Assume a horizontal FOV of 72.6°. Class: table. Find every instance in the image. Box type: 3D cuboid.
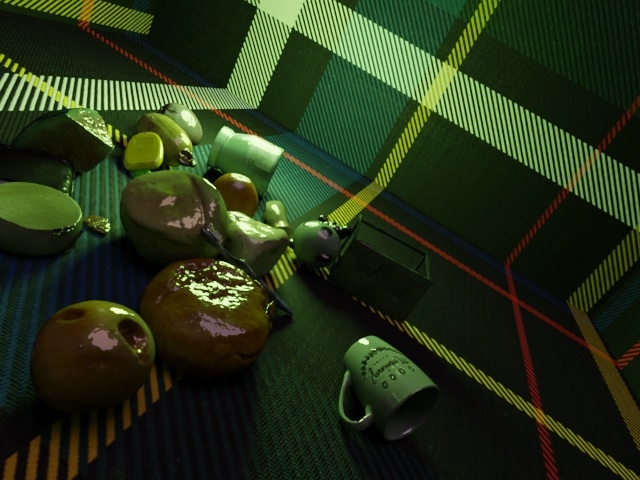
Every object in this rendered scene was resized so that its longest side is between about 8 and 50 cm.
[{"bbox_3d":[0.239,0.105,1.741,0.335,0.222,0.272,30,25,-2],"label":"table"}]

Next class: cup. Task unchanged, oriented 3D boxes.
[{"bbox_3d":[0.144,0.393,1.161,0.258,0.186,0.234,-20,39,-26],"label":"cup"}]

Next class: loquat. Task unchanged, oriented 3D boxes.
[{"bbox_3d":[-0.419,0.213,0.811,0.213,0.213,0.213,25,24,-12],"label":"loquat"}]

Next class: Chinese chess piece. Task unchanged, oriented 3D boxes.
[{"bbox_3d":[-0.732,-0.054,1.106,0.237,0.092,0.238,25,23,-11],"label":"Chinese chess piece"}]

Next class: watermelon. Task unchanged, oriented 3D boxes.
[{"bbox_3d":[-0.817,-0.315,1.409,0.201,0.213,0.262,55,12,-10],"label":"watermelon"}]

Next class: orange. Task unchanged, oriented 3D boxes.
[{"bbox_3d":[-0.326,-0.149,1.625,0.206,0.206,0.206,25,24,-12],"label":"orange"}]

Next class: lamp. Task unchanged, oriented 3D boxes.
[{"bbox_3d":[0.000,0.000,1.698,0.197,0.198,0.244,36,43,14],"label":"lamp"}]

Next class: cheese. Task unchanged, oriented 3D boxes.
[{"bbox_3d":[-0.249,0.016,1.415,0.251,0.174,0.248,30,15,-3],"label":"cheese"}]

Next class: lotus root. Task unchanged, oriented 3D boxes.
[{"bbox_3d":[-0.637,-0.407,1.809,0.342,0.169,0.151,41,-19,25],"label":"lotus root"}]

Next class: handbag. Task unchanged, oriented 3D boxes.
[{"bbox_3d":[-0.847,-0.189,1.254,0.246,0.080,0.223,13,29,-33],"label":"handbag"}]

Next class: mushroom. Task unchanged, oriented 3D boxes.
[{"bbox_3d":[-0.183,-0.093,1.809,0.096,0.108,0.247,-19,35,-5],"label":"mushroom"}]

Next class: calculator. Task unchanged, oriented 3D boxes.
[{"bbox_3d":[-0.678,-0.329,1.669,0.146,0.032,0.235,-8,56,-6],"label":"calculator"}]

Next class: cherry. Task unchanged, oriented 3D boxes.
[{"bbox_3d":[-0.664,-0.536,2.016,0.266,0.183,0.213,43,-1,-39],"label":"cherry"}]

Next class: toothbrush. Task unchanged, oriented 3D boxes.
[{"bbox_3d":[-0.201,0.100,1.265,0.413,0.035,0.042,52,46,-31],"label":"toothbrush"}]

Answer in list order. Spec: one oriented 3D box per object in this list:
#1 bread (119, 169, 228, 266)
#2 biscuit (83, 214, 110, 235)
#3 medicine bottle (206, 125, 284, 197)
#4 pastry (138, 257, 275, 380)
[{"bbox_3d":[-0.428,-0.058,1.295,0.320,0.237,0.320,4,36,-3],"label":"bread"},{"bbox_3d":[-0.652,-0.047,1.277,0.092,0.016,0.082,42,26,28],"label":"biscuit"},{"bbox_3d":[-0.343,-0.362,1.978,0.290,0.245,0.245,24,24,-8],"label":"medicine bottle"},{"bbox_3d":[-0.272,0.181,1.085,0.356,0.164,0.356,25,27,-14],"label":"pastry"}]
